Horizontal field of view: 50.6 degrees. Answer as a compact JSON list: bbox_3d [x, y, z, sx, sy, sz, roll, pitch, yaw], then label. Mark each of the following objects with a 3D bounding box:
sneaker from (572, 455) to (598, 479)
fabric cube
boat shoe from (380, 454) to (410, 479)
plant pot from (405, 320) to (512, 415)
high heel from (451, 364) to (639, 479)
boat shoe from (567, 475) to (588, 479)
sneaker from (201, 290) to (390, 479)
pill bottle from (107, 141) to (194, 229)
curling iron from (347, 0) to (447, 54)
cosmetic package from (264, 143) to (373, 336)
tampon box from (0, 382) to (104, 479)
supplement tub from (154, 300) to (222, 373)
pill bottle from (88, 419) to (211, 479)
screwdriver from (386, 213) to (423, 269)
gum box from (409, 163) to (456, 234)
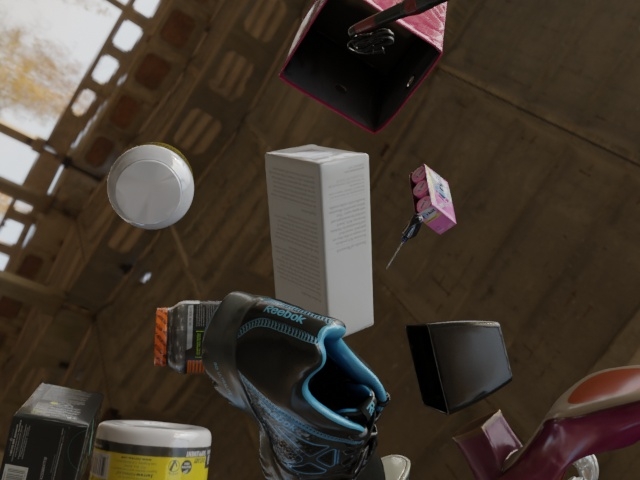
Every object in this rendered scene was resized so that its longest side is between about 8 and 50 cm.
[{"bbox_3d":[0.474,0.390,1.268,0.053,0.061,0.152,176,-104,-74],"label":"sneaker"},{"bbox_3d":[0.099,-0.441,1.461,0.254,0.259,0.258,-49,-162,41],"label":"fabric cube"},{"bbox_3d":[0.087,0.483,1.193,0.095,0.079,0.254,-5,-157,37],"label":"boat shoe"},{"bbox_3d":[0.303,0.256,1.462,0.187,0.166,0.188,133,-54,-80],"label":"plant pot"},{"bbox_3d":[0.336,0.278,0.849,0.181,0.127,0.377,59,-35,8],"label":"high heel"},{"bbox_3d":[0.333,0.419,1.070,0.076,0.226,0.083,57,-29,23],"label":"boat shoe"},{"bbox_3d":[0.007,0.196,0.697,0.139,0.341,0.125,2,-135,36],"label":"sneaker"},{"bbox_3d":[-0.211,-0.070,0.851,0.103,0.103,0.184,-60,-165,3],"label":"pill bottle"},{"bbox_3d":[0.149,-0.338,0.974,0.274,0.068,0.035,-20,-111,41],"label":"curling iron"},{"bbox_3d":[0.000,0.000,1.719,0.230,0.161,0.453,20,-61,48],"label":"cosmetic package"},{"bbox_3d":[-0.392,0.295,0.997,0.161,0.101,0.121,-163,-94,-80],"label":"tampon box"},{"bbox_3d":[-0.166,0.154,1.079,0.117,0.190,0.117,-177,-90,-78],"label":"supplement tub"},{"bbox_3d":[-0.098,0.161,0.371,0.065,0.065,0.116,-9,-108,50],"label":"pill bottle"},{"bbox_3d":[0.130,0.007,1.116,0.170,0.025,0.024,120,-30,-55],"label":"screwdriver"},{"bbox_3d":[0.315,-0.122,1.915,0.062,0.107,0.188,-37,-145,31],"label":"gum box"}]
